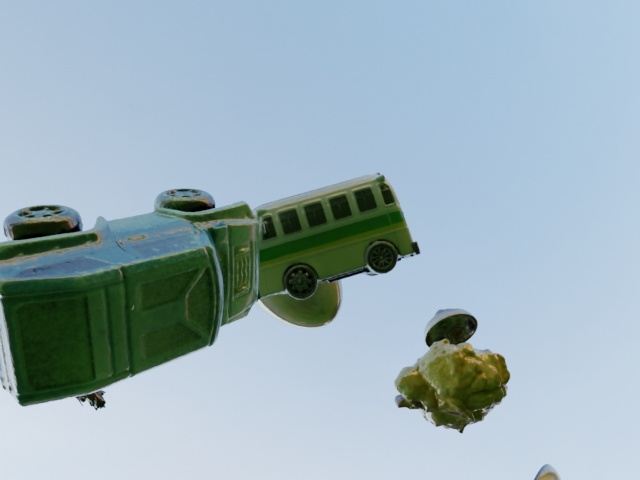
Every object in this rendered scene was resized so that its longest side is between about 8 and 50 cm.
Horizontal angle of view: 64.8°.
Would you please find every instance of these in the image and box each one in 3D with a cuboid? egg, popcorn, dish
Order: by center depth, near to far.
[{"bbox_3d":[-0.060,0.071,1.030,0.188,0.188,0.254,-38,-107,-8],"label":"egg"},{"bbox_3d":[0.298,0.337,1.154,0.265,0.192,0.233,-7,-29,-8],"label":"popcorn"},{"bbox_3d":[0.318,0.206,1.284,0.141,0.078,0.141,-8,-47,-9],"label":"dish"}]

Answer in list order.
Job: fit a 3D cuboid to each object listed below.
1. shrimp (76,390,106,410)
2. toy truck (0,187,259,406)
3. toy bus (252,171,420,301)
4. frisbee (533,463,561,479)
[{"bbox_3d":[-0.419,0.216,0.960,0.150,0.217,0.051,-28,-38,-19],"label":"shrimp"},{"bbox_3d":[-0.184,0.044,0.508,0.278,0.156,0.155,-15,-64,-43],"label":"toy truck"},{"bbox_3d":[0.000,0.000,0.813,0.276,0.133,0.165,-15,-95,-4],"label":"toy bus"},{"bbox_3d":[0.225,0.357,0.528,0.236,0.017,0.236,-10,-78,-53],"label":"frisbee"}]
